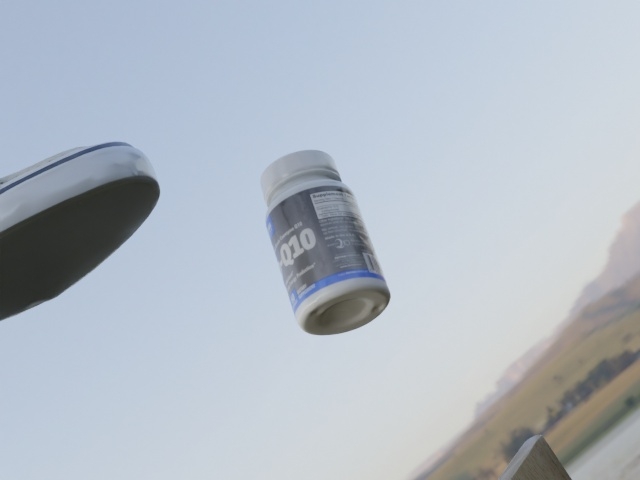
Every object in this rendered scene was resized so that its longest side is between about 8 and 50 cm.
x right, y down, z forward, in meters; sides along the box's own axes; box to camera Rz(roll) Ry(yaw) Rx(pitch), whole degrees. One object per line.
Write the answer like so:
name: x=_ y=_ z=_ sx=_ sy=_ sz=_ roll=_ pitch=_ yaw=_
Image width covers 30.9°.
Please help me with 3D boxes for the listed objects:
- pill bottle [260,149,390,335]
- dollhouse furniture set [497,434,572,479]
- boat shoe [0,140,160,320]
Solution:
pill bottle: x=0.000 y=0.000 z=0.928 sx=0.078 sy=0.137 sz=0.078 roll=-15 pitch=-29 yaw=-8
dollhouse furniture set: x=0.048 y=0.194 z=0.544 sx=0.151 sy=0.123 sz=0.144 roll=-23 pitch=15 yaw=48
boat shoe: x=-0.303 y=-0.001 z=0.841 sx=0.367 sy=0.156 sz=0.136 roll=-31 pitch=-20 yaw=2
